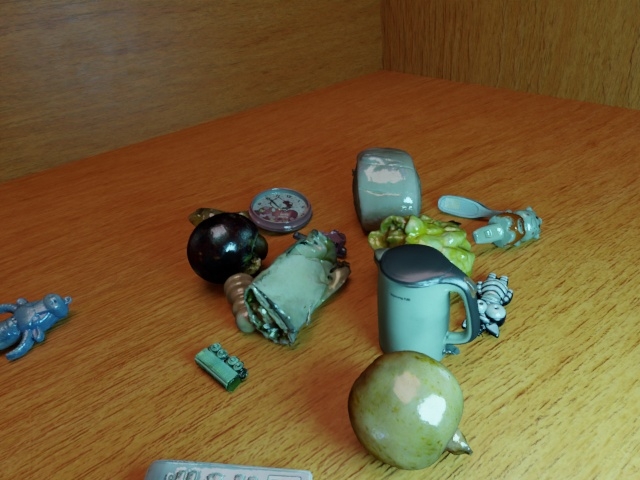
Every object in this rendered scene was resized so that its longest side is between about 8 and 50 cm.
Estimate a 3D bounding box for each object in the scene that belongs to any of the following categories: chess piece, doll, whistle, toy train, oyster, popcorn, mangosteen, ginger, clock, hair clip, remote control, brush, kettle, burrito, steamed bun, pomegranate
[{"bbox_3d":[-0.211,0.176,1.101,0.094,0.094,0.171,-15,38,-10],"label":"chess piece"},{"bbox_3d":[0.423,0.156,1.001,0.090,0.067,0.219,16,43,26],"label":"doll"},{"bbox_3d":[-0.855,0.239,1.157,0.269,0.093,0.180,-32,63,-29],"label":"whistle"},{"bbox_3d":[-0.236,0.302,0.967,0.147,0.038,0.071,21,47,36],"label":"toy train"},{"bbox_3d":[0.028,0.076,1.244,0.131,0.029,0.086,2,35,13],"label":"oyster"},{"bbox_3d":[0.269,0.033,1.097,0.251,0.216,0.286,-5,21,-38],"label":"popcorn"},{"bbox_3d":[-0.259,0.046,1.216,0.289,0.232,0.231,37,50,14],"label":"mangosteen"},{"bbox_3d":[-0.354,-0.092,1.547,0.294,0.086,0.131,-8,21,-14],"label":"ginger"},{"bbox_3d":[-0.151,-0.116,1.525,0.243,0.056,0.245,2,42,-2],"label":"clock"},{"bbox_3d":[0.000,0.007,1.345,0.186,0.056,0.146,6,34,6],"label":"hair clip"},{"bbox_3d":[-0.172,0.461,0.708,0.312,0.055,0.110,1,41,6],"label":"remote control"},{"bbox_3d":[0.551,-0.100,1.366,0.296,0.068,0.060,20,21,30],"label":"brush"},{"bbox_3d":[0.233,0.146,0.893,0.240,0.256,0.165,16,38,32],"label":"kettle"},{"bbox_3d":[-0.060,0.117,1.088,0.135,0.190,0.332,-36,6,43],"label":"burrito"},{"bbox_3d":[0.234,-0.211,1.435,0.246,0.237,0.384,-2,35,8],"label":"steamed bun"},{"bbox_3d":[0.154,0.302,0.727,0.206,0.207,0.207,-6,34,4],"label":"pomegranate"},{"bbox_3d":[0.570,-0.037,1.213,0.252,0.106,0.102,-12,55,-15],"label":"whistle"}]
